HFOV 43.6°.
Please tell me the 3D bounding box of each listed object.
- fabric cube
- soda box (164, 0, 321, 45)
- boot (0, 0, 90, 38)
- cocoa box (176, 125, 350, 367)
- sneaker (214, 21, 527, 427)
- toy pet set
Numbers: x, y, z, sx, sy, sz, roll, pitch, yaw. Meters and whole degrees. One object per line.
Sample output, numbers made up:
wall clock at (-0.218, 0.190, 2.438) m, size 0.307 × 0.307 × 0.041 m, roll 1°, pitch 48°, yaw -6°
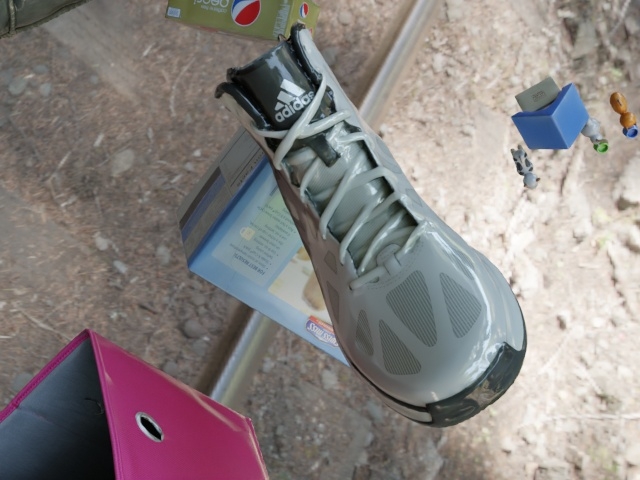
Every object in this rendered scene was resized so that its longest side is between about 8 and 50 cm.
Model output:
fabric cube at (-0.212, 0.301, 0.833) m, size 0.259 × 0.254 × 0.258 m, roll -43°, pitch 127°, yaw 9°
soda box at (-0.094, -0.272, 0.954) m, size 0.061 × 0.181 × 0.058 m, roll 1°, pitch 106°, yaw -62°
boot at (-0.122, -0.148, 0.401) m, size 0.208 × 0.189 × 0.076 m, roll -21°, pitch 114°, yaw -8°
cocoa box at (0.000, 0.000, 1.161) m, size 0.347 × 0.228 × 0.231 m, roll 34°, pitch 99°, yaw -23°
sneaker at (0.008, -0.039, 0.746) m, size 0.169 × 0.447 × 0.257 m, roll -38°, pitch 128°, yaw 7°
toy pet set at (0.236, -0.097, 0.751) m, size 0.114 × 0.122 × 0.065 m, roll 50°, pitch 19°, yaw -34°
